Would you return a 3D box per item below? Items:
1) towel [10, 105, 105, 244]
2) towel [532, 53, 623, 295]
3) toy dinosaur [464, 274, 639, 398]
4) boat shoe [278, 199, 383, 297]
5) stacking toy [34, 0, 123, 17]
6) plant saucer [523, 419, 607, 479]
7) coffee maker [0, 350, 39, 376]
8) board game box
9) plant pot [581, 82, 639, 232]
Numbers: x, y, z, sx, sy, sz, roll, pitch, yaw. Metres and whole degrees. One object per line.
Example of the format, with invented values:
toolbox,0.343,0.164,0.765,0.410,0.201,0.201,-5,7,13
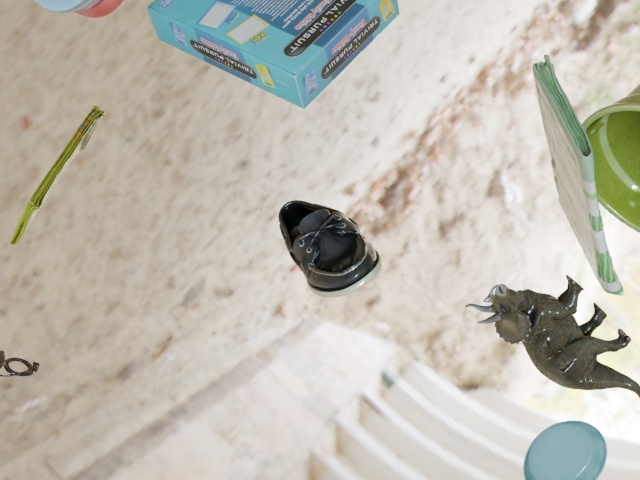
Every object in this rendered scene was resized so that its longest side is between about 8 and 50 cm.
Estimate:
towel,-0.383,-0.096,1.698,0.102,0.021,0.237,-54,-170,43
towel,0.393,-0.092,1.761,0.038,0.247,0.324,-18,134,5
toy dinosaur,0.388,0.158,1.859,0.160,0.313,0.121,-43,-172,6
boat shoe,0.003,-0.002,1.955,0.127,0.113,0.340,-33,-160,-1
stacking toy,-0.339,-0.483,1.596,0.309,0.279,0.130,-49,162,22
plant saucer,0.320,0.286,1.532,0.119,0.119,0.021,-49,-156,6
coffee maker,-0.500,0.234,1.582,0.120,0.171,0.178,-50,158,-77
board game box,-0.080,-0.381,1.930,0.254,0.336,0.079,-47,147,-22
plant pot,0.563,-0.172,1.737,0.254,0.276,0.276,-50,174,-27
